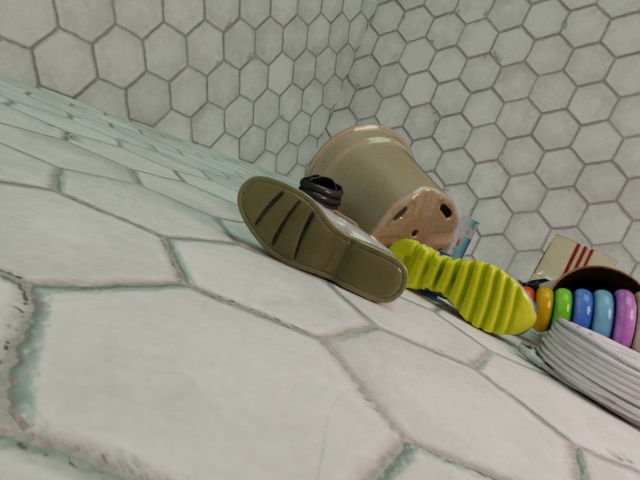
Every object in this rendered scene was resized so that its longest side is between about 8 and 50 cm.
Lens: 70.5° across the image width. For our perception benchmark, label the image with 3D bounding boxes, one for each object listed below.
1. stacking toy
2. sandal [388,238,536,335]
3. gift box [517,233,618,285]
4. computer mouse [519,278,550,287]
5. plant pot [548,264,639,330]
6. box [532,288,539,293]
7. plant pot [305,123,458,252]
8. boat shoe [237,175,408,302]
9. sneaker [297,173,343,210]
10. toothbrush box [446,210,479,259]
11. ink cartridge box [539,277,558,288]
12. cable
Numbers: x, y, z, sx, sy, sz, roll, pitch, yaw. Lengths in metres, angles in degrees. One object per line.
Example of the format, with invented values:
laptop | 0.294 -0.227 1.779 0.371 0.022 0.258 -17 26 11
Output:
stacking toy | 0.497 0.147 0.953 0.330 0.141 0.141 10 1 25
sandal | 0.292 0.090 0.942 0.317 0.126 0.138 31 7 33
gift box | 0.875 0.152 1.643 0.255 0.258 0.276 28 -11 29
computer mouse | 0.628 0.148 1.494 0.242 0.041 0.071 -1 18 39
plant pot | 0.635 0.186 1.085 0.215 0.215 0.230 27 -5 21
box | 0.743 0.225 1.440 0.155 0.093 0.158 23 7 -8
plant pot | 0.164 -0.085 1.126 0.333 0.334 0.305 19 20 -32
boat shoe | 0.000 0.000 0.746 0.302 0.113 0.103 34 7 -2
sneaker | 0.006 -0.062 0.992 0.104 0.147 0.295 23 7 10
toothbrush box | 0.431 -0.006 1.598 0.126 0.217 0.295 28 8 30
ink cartridge box | 0.692 0.194 1.283 0.109 0.151 0.063 19 -32 -28
cable | 0.501 0.224 0.758 0.257 0.089 0.257 19 9 -31
